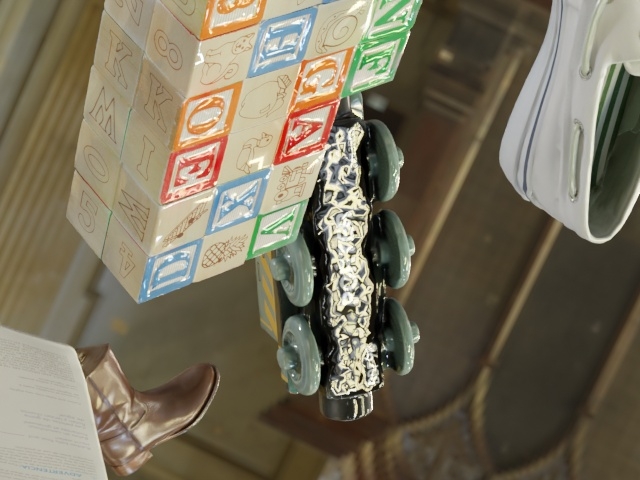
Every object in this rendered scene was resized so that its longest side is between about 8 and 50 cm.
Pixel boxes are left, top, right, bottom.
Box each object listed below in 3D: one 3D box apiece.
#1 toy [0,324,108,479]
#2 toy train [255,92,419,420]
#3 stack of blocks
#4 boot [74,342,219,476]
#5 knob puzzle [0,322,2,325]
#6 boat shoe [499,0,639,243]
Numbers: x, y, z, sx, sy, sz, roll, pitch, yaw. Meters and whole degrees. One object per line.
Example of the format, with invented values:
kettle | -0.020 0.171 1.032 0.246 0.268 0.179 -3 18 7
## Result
toy | -0.153 0.077 0.824 0.137 0.056 0.237 13 149 9
toy train | 0.000 0.000 1.751 0.142 0.334 0.190 -11 -161 -17
stack of blocks | -0.039 -0.116 1.087 0.171 0.297 0.087 -21 -125 -34
boot | -0.127 0.095 1.242 0.037 0.106 0.114 28 158 41
knob puzzle | -0.348 0.077 1.373 0.213 0.213 0.030 25 160 -2
boat shoe | 0.153 -0.103 0.872 0.083 0.226 0.076 -12 -139 -29
